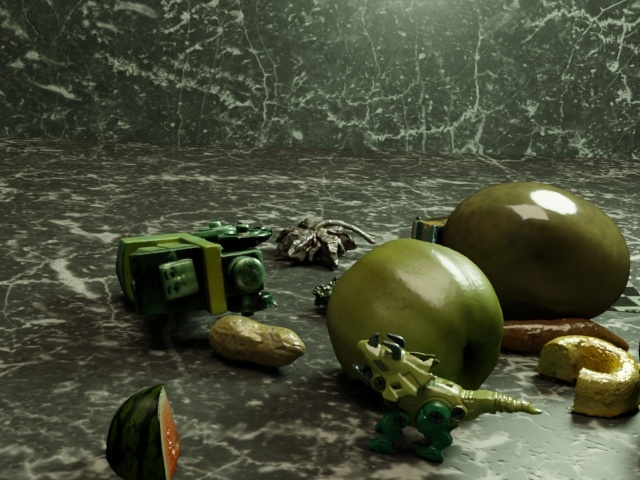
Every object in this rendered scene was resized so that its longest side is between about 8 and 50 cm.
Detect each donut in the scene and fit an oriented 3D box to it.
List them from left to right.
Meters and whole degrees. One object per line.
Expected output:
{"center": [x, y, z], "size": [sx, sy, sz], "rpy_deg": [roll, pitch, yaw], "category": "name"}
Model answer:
{"center": [0.436, 0.210, 1.385], "size": [0.146, 0.078, 0.181], "rpy_deg": [-3, 18, -10], "category": "donut"}

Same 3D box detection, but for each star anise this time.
{"center": [0.001, 0.000, 2.012], "size": [0.231, 0.089, 0.209], "rpy_deg": [-20, 33, -29], "category": "star anise"}

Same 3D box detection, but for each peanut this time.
{"center": [-0.108, 0.166, 1.426], "size": [0.174, 0.080, 0.080], "rpy_deg": [8, 17, 22], "category": "peanut"}

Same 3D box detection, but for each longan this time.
{"center": [0.403, 0.027, 1.644], "size": [0.350, 0.288, 0.288], "rpy_deg": [13, 17, 8], "category": "longan"}

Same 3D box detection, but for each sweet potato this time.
{"center": [0.394, 0.170, 1.536], "size": [0.314, 0.066, 0.072], "rpy_deg": [0, -3, -4], "category": "sweet potato"}

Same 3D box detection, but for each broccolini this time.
{"center": [0.048, 0.143, 1.632], "size": [0.074, 0.058, 0.201], "rpy_deg": [-17, 37, -15], "category": "broccolini"}

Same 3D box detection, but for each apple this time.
{"center": [0.152, 0.127, 1.358], "size": [0.279, 0.279, 0.279], "rpy_deg": [3, 16, -1], "category": "apple"}

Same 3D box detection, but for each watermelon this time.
{"center": [-0.213, 0.267, 1.110], "size": [0.094, 0.125, 0.135], "rpy_deg": [29, 23, -48], "category": "watermelon"}

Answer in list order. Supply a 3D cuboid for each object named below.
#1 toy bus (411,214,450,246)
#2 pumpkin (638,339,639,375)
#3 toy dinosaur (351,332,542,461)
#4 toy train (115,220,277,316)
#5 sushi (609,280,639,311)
{"center": [0.304, -0.014, 2.112], "size": [0.182, 0.091, 0.103], "rpy_deg": [-8, 17, -39], "category": "toy bus"}
{"center": [0.611, 0.176, 1.228], "size": [0.320, 0.192, 0.320], "rpy_deg": [-10, 34, 7], "category": "pumpkin"}
{"center": [0.161, 0.225, 1.176], "size": [0.259, 0.153, 0.094], "rpy_deg": [16, 21, 13], "category": "toy dinosaur"}
{"center": [-0.233, 0.053, 1.589], "size": [0.253, 0.160, 0.397], "rpy_deg": [-6, 5, -18], "category": "toy train"}
{"center": [0.531, 0.063, 1.922], "size": [0.339, 0.069, 0.320], "rpy_deg": [5, 16, 6], "category": "sushi"}
